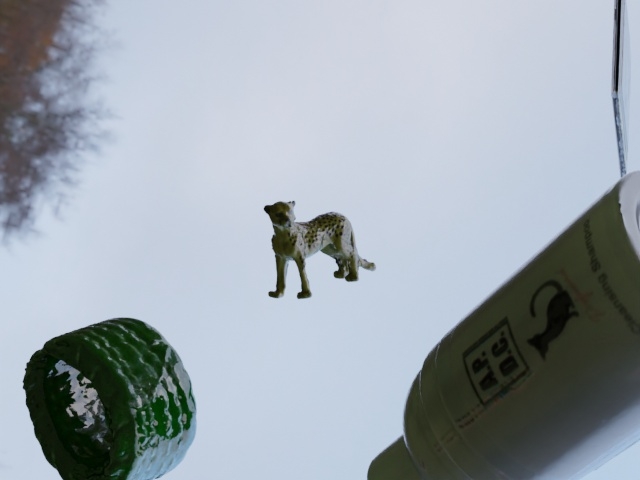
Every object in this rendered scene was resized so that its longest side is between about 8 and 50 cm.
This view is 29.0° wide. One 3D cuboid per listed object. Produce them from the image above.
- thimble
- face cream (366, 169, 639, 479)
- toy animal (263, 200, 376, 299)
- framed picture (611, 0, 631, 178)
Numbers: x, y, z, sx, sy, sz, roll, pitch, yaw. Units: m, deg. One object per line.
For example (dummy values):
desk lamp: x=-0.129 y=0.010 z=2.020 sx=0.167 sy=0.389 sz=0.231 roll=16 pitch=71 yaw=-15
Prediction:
thimble: x=-0.161 y=0.124 z=0.946 sx=0.130 sy=0.090 sz=0.118 roll=39 pitch=-59 yaw=24
face cream: x=0.145 y=0.116 z=0.898 sx=0.369 sy=0.145 sz=0.145 roll=-48 pitch=-136 yaw=37
toy animal: x=0.000 y=0.000 z=1.698 sx=0.073 sy=0.181 sz=0.136 roll=7 pitch=-73 yaw=50
framed picture: x=0.331 y=-0.181 z=1.353 sx=0.010 sy=0.199 sz=0.195 roll=0 pitch=-118 yaw=18
